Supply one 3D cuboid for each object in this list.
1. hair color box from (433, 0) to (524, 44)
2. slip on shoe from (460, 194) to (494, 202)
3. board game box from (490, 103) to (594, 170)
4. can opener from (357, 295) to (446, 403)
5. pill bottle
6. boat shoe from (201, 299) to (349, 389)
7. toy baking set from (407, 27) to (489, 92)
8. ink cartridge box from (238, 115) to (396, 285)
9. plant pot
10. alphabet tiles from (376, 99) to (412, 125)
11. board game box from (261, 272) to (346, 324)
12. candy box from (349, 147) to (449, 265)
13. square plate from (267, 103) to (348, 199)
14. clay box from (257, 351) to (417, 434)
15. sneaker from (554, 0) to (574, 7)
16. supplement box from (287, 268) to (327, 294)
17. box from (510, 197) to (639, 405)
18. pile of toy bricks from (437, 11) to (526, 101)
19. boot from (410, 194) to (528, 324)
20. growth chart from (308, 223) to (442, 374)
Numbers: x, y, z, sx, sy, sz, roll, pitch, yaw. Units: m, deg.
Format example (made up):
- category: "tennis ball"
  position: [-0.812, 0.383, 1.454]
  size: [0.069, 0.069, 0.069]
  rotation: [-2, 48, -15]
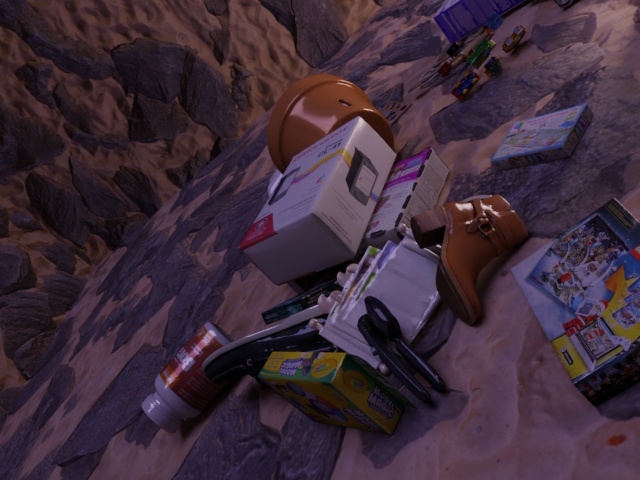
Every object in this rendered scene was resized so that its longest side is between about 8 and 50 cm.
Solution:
- category: "hair color box"
  position: [0.492, -0.698, 1.712]
  size: [0.339, 0.110, 0.185]
  rotation: [-21, 28, 44]
- category: "slip on shoe"
  position: [0.250, -0.048, 1.060]
  size: [0.135, 0.051, 0.041]
  rotation: [-31, 13, 47]
- category: "board game box"
  position: [0.380, -0.176, 1.078]
  size: [0.103, 0.026, 0.154]
  rotation: [-54, 23, -22]
- category: "can opener"
  position: [0.107, 0.158, 0.876]
  size: [0.059, 0.073, 0.186]
  rotation: [-37, 46, 2]
- category: "pill bottle"
  position: [-0.260, 0.283, 1.282]
  size: [0.216, 0.121, 0.121]
  rotation: [-48, 21, -8]
- category: "boat shoe"
  position: [-0.067, 0.209, 1.088]
  size: [0.340, 0.127, 0.112]
  rotation: [-26, 72, 23]
- category: "toy baking set"
  position: [0.355, -0.487, 1.698]
  size: [0.256, 0.030, 0.197]
  rotation: [-46, 14, -20]
- category: "ink cartridge box"
  position: [-0.001, -0.079, 1.262]
  size: [0.226, 0.131, 0.306]
  rotation: [-25, 30, 42]
- category: "plant pot"
  position: [0.043, -0.243, 1.517]
  size: [0.291, 0.291, 0.203]
  rotation: [-47, 37, -4]
- category: "alphabet tiles"
  position: [0.151, -0.335, 1.817]
  size: [0.198, 0.009, 0.237]
  rotation: [-46, 21, 0]
- category: "board game box"
  position: [-0.006, 0.100, 1.161]
  size: [0.186, 0.026, 0.126]
  rotation: [-24, -1, -44]
- category: "candy box"
  position: [0.147, -0.062, 1.236]
  size: [0.159, 0.071, 0.233]
  rotation: [-20, 32, 48]
- category: "square plate"
  position: [-0.046, -0.242, 1.786]
  size: [0.344, 0.049, 0.347]
  rotation: [-50, 2, -3]
- category: "clay box"
  position: [0.019, 0.214, 0.886]
  size: [0.222, 0.127, 0.053]
  rotation: [-13, 39, 55]
- category: "sneaker"
  position: [0.546, -0.607, 1.480]
  size: [0.226, 0.086, 0.163]
  rotation: [-10, 37, 54]
- category: "supplement box"
  position: [0.000, 0.000, 1.390]
  size: [0.239, 0.073, 0.130]
  rotation: [-47, 21, -3]
- category: "box"
  position: [0.328, 0.059, 0.718]
  size: [0.159, 0.044, 0.233]
  rotation: [-38, 22, 18]
- category: "pile of toy bricks"
  position: [0.378, -0.436, 1.481]
  size: [0.212, 0.118, 0.105]
  rotation: [-49, -13, 15]
- category: "boot"
  position: [0.237, 0.018, 0.918]
  size: [0.153, 0.073, 0.197]
  rotation: [-15, 63, -9]
- category: "growth chart"
  position: [0.106, 0.084, 0.969]
  size: [0.172, 0.021, 0.237]
  rotation: [39, 84, 24]
